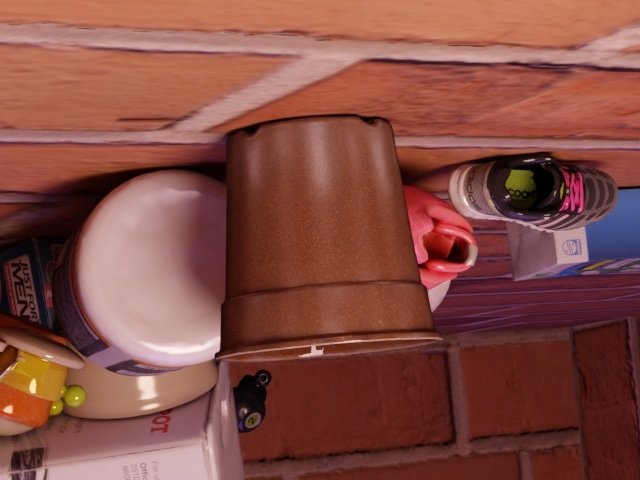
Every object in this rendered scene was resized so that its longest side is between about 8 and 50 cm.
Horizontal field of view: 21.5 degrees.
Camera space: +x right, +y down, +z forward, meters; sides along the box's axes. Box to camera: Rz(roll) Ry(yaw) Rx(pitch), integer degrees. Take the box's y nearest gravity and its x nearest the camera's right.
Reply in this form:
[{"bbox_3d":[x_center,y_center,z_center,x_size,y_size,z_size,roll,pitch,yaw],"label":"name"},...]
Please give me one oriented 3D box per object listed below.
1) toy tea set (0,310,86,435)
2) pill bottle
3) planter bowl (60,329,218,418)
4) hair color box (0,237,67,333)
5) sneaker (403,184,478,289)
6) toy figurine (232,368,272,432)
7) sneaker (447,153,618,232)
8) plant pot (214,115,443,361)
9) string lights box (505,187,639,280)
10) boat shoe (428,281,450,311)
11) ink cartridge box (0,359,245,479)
[{"bbox_3d":[-0.376,0.100,1.525,0.336,0.124,0.200,22,178,-4],"label":"toy tea set"},{"bbox_3d":[-0.147,0.036,1.460,0.162,0.162,0.278,-3,174,-16],"label":"pill bottle"},{"bbox_3d":[-0.188,0.095,1.659,0.162,0.109,0.162,-7,-164,2],"label":"planter bowl"},{"bbox_3d":[-0.352,0.095,1.856,0.347,0.105,0.174,-21,165,38],"label":"hair color box"},{"bbox_3d":[0.078,0.012,1.470,0.136,0.115,0.314,12,179,21],"label":"sneaker"},{"bbox_3d":[-0.167,0.145,2.164,0.210,0.213,0.148,-1,-174,0],"label":"toy figurine"},{"bbox_3d":[0.199,-0.041,1.469,0.170,0.063,0.075,4,176,-28],"label":"sneaker"},{"bbox_3d":[0.000,0.000,1.237,0.167,0.165,0.167,-4,174,0],"label":"plant pot"},{"bbox_3d":[0.342,-0.011,1.780,0.260,0.076,0.133,-4,172,-14],"label":"string lights box"},{"bbox_3d":[-0.042,0.039,1.712,0.341,0.127,0.158,-11,165,41],"label":"boat shoe"},{"bbox_3d":[-0.283,0.244,1.693,0.395,0.166,0.285,-8,-164,3],"label":"ink cartridge box"}]
